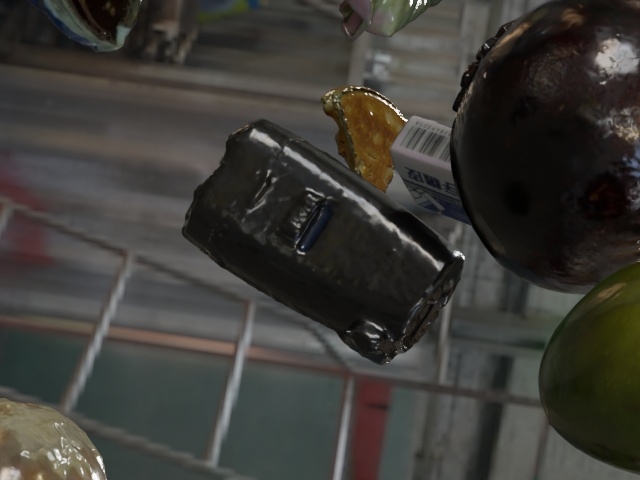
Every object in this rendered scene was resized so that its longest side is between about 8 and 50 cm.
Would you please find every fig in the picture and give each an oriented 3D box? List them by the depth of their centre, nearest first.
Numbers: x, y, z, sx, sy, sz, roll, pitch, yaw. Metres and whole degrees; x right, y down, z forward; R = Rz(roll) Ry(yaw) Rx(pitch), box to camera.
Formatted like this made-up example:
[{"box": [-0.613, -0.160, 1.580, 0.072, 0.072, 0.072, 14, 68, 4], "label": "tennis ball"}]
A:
[{"box": [0.263, 0.107, 1.205, 0.181, 0.191, 0.181, 32, 47, -41], "label": "fig"}]

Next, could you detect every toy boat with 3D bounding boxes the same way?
[{"box": [-0.214, -0.270, 1.231, 0.114, 0.115, 0.262, -41, 145, -34], "label": "toy boat"}]

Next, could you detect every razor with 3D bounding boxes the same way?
[{"box": [0.002, 0.002, 1.846, 0.189, 0.327, 0.107, -55, 166, -6], "label": "razor"}]

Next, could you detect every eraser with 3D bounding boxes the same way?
[{"box": [0.192, -0.063, 1.765, 0.068, 0.210, 0.124, -54, 145, -18], "label": "eraser"}]

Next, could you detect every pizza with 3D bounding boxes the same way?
[{"box": [0.067, -0.113, 1.991, 0.184, 0.036, 0.176, -2, 86, -55], "label": "pizza"}]

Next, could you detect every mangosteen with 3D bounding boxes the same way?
[{"box": [0.296, -0.083, 1.466, 0.307, 0.347, 0.307, -57, 168, -19], "label": "mangosteen"}]

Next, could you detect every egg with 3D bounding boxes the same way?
[{"box": [-0.283, 0.240, 1.356, 0.245, 0.203, 0.203, 157, -56, -68], "label": "egg"}]

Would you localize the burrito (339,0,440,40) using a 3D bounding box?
[{"box": [0.037, -0.167, 0.838, 0.066, 0.096, 0.309, -48, 178, 19], "label": "burrito"}]
